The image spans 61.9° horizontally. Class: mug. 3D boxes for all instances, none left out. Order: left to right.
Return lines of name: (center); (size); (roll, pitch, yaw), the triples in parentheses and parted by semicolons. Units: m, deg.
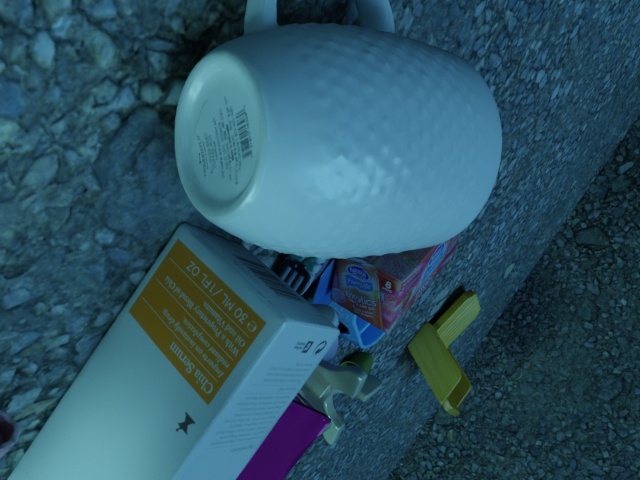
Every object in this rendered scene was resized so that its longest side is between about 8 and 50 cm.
mug: (0.011, -0.162, 0.632); (0.328, 0.276, 0.374); (-6, 97, -43)

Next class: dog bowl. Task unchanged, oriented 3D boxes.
dog bowl: (0.110, 0.160, 1.276); (0.166, 0.074, 0.297); (-43, 149, -15)

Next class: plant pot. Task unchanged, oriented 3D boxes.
plant pot: (0.108, 0.352, 1.490); (0.079, 0.083, 0.083); (-35, 148, -49)

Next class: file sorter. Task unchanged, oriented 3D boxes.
file sorter: (-0.144, 0.340, 1.001); (0.202, 0.182, 0.291); (-49, 152, -8)

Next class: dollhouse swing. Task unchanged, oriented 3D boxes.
dollhouse swing: (0.515, 0.409, 1.926); (0.304, 0.315, 0.347); (-32, 150, 5)

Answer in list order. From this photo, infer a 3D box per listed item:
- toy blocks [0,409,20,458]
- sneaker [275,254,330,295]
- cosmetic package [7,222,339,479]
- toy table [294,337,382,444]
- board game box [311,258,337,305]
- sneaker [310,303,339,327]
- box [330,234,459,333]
toy blocks: (-0.380, 0.256, 0.478); (0.260, 0.288, 0.309); (-54, 148, 11)
sneaker: (0.000, 0.000, 0.966); (0.224, 0.083, 0.098); (-52, 171, 10)
cosmetic package: (-0.208, 0.232, 0.748); (0.453, 0.230, 0.161); (-56, 150, 4)
toy table: (0.011, 0.345, 1.252); (0.252, 0.161, 0.274); (-31, 145, -33)
board game box: (0.014, 0.073, 1.072); (0.133, 0.033, 0.169); (-34, 149, -47)
sneaker: (-0.072, 0.142, 0.919); (0.228, 0.087, 0.092); (-6, 130, -20)
box: (0.165, 0.022, 1.088); (0.300, 0.142, 0.154); (-40, 149, -41)
